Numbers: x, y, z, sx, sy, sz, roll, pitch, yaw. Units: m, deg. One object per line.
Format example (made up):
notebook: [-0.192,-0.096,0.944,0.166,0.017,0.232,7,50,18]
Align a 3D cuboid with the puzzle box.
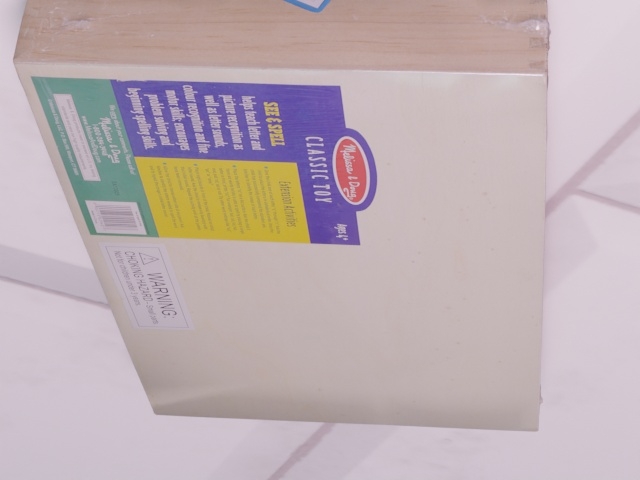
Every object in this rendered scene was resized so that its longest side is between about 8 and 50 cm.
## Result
puzzle box: [0.000,0.000,1.013,0.272,0.052,0.409,3,149,7]

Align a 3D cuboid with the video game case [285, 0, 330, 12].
video game case: [-0.051,-0.142,0.593,0.166,0.015,0.119,19,150,-16]
